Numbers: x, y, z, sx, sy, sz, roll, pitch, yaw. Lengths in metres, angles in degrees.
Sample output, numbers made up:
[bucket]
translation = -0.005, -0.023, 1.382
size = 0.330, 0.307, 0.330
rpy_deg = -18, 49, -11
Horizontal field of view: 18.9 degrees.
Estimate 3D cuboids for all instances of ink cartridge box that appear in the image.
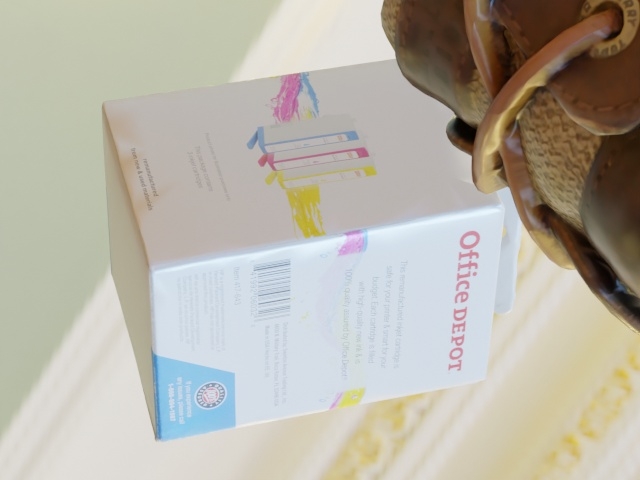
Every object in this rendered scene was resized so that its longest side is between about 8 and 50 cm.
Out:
[ink cartridge box]
translation = 0.000, 0.000, 0.700
size = 0.092, 0.143, 0.090
rpy_deg = 93, -17, -44

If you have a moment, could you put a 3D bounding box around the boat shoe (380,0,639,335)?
[boat shoe]
translation = 0.074, -0.037, 0.410
size = 0.123, 0.123, 0.342
rpy_deg = 94, 0, -52
